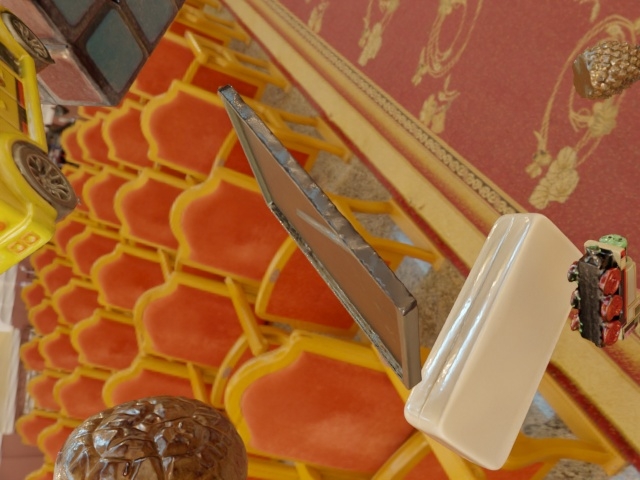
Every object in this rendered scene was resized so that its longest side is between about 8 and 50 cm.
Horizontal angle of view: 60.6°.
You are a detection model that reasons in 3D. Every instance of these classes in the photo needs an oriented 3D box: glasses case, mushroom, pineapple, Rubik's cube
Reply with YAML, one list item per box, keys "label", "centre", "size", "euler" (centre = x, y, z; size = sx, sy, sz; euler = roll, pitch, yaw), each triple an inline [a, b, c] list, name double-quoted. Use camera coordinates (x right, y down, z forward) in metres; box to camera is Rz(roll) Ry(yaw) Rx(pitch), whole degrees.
- label: "glasses case"
  centre: [0.249, 0.131, 0.760]
  size: [0.336, 0.144, 0.076]
  euler: [-58, 24, -16]
- label: "mushroom"
  centre: [-0.219, 0.299, 0.727]
  size: [0.253, 0.253, 0.153]
  euler: [31, 118, 57]
- label: "pineapple"
  centre: [0.406, -0.225, 0.692]
  size: [0.074, 0.159, 0.074]
  euler: [-13, -90, -88]
- label: "Rubik's cube"
  centre: [-0.378, -0.379, 0.681]
  size: [0.304, 0.305, 0.301]
  euler: [8, 61, 18]

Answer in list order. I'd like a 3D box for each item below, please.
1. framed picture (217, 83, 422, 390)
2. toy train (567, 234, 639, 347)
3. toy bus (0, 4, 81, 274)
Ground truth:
- label: "framed picture"
  centre: [0.001, 0.000, 0.488]
  size: [0.265, 0.018, 0.192]
  euler: [52, 170, 28]
- label: "toy train"
  centre: [0.327, 0.056, 0.624]
  size: [0.050, 0.087, 0.138]
  euler: [22, 139, 51]
- label: "toy bus"
  centre: [-0.311, -0.102, 0.432]
  size: [0.144, 0.152, 0.330]
  euler: [-34, 52, 5]
